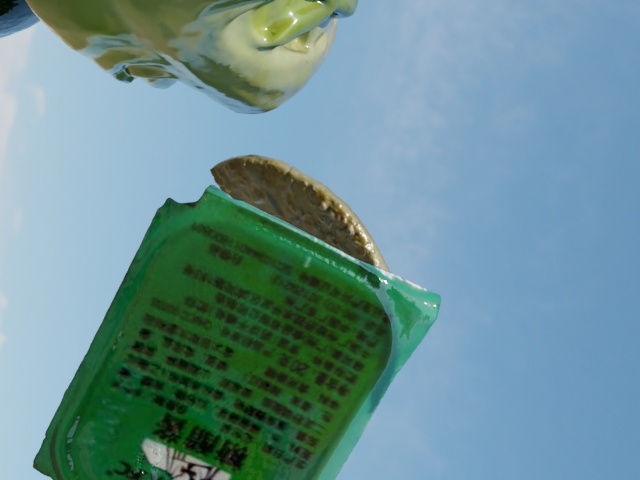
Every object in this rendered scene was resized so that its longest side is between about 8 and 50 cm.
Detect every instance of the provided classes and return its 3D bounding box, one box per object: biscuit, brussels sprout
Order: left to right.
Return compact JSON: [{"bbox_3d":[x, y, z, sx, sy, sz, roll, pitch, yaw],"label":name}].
[{"bbox_3d":[-0.074,-0.242,0.670,0.247,0.328,0.328,28,-66,24],"label":"brussels sprout"},{"bbox_3d":[0.001,-0.001,1.106,0.290,0.038,0.141,50,-37,0],"label":"biscuit"}]

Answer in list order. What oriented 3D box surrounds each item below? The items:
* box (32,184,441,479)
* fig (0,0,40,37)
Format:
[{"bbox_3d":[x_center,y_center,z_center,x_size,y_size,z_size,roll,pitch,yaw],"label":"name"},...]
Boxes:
[{"bbox_3d":[-0.084,0.124,0.940,0.336,0.264,0.106,-60,-169,17],"label":"box"},{"bbox_3d":[-0.310,-0.246,0.807,0.195,0.195,0.245,-62,175,37],"label":"fig"}]
